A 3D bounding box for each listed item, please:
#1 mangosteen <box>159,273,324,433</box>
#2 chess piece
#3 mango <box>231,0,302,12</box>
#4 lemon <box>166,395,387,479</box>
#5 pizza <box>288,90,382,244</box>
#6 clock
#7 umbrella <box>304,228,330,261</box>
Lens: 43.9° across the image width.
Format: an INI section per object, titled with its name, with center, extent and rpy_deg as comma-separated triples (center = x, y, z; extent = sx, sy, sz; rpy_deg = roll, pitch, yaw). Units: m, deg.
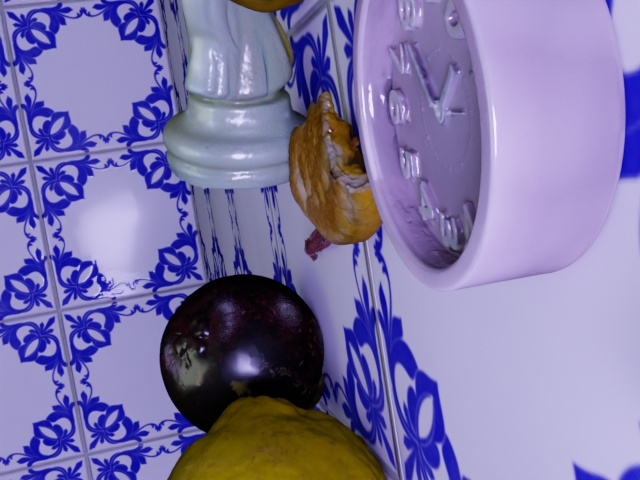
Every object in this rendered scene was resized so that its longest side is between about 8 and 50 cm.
[mangosteen]
center = -0.088, 0.163, 1.082
extent = 0.265, 0.228, 0.228
rpy_deg = 31, -149, -48
[chess piece]
center = -0.088, -0.215, 0.845
extent = 0.175, 0.176, 0.298
rpy_deg = -122, 29, -58
[mango]
center = -0.030, -0.269, 0.426
extent = 0.378, 0.221, 0.263
rpy_deg = 107, 158, -78
[lemon]
center = -0.042, 0.334, 0.833
extent = 0.285, 0.286, 0.316
rpy_deg = 99, 177, -55
[pizza]
center = 0.013, -0.060, 0.753
extent = 0.271, 0.056, 0.134
rpy_deg = 134, 122, -79
[clock]
center = 0.079, -0.073, 0.437
extent = 0.197, 0.068, 0.196
rpy_deg = 170, 90, -76
[umbrella]
center = 0.000, 0.000, 0.922
extent = 0.025, 0.027, 0.165
rpy_deg = -57, 4, -13
